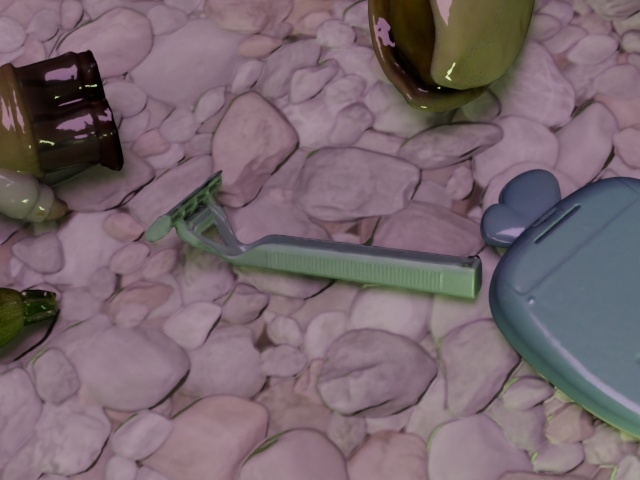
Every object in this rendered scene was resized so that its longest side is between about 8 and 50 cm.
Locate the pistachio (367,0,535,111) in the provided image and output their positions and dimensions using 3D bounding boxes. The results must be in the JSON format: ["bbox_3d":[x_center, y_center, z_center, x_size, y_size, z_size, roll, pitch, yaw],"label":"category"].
[{"bbox_3d":[0.120,-0.223,1.428,0.153,0.138,0.238,25,62,-11],"label":"pistachio"}]

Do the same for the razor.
[{"bbox_3d":[0.000,0.010,1.359,0.278,0.056,0.111,14,26,16],"label":"razor"}]

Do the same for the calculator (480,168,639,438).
[{"bbox_3d":[0.245,0.045,1.274,0.188,0.042,0.303,-41,60,-12],"label":"calculator"}]

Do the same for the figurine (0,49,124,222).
[{"bbox_3d":[-0.375,-0.073,1.461,0.365,0.206,0.218,-10,75,-21],"label":"figurine"}]

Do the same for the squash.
[{"bbox_3d":[-0.350,0.092,1.381,0.252,0.066,0.066,-22,55,0],"label":"squash"}]
